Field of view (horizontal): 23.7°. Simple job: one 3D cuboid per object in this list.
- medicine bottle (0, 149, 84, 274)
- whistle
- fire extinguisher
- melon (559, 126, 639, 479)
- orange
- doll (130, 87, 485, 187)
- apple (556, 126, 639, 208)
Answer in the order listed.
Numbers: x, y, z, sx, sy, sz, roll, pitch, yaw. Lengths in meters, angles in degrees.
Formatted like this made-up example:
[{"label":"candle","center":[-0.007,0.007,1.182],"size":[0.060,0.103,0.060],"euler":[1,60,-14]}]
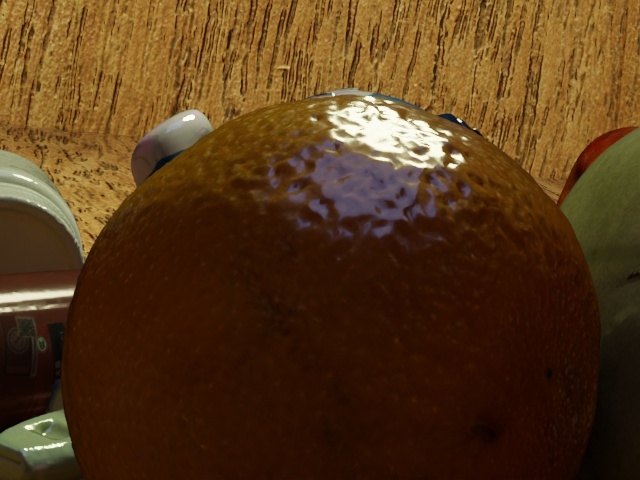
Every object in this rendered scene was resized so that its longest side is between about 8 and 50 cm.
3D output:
[{"label":"medicine bottle","center":[-0.265,0.005,1.229],"size":[0.145,0.144,0.252],"euler":[5,6,-14]},{"label":"whistle","center":[-0.100,0.103,0.885],"size":[0.110,0.092,0.244],"euler":[17,11,30]},{"label":"fire extinguisher","center":[-0.185,0.072,0.953],"size":[0.147,0.106,0.337],"euler":[-2,2,40]},{"label":"melon","center":[0.243,0.070,0.805],"size":[0.269,0.268,0.330],"euler":[6,24,-10]},{"label":"orange","center":[0.001,0.060,0.721],"size":[0.264,0.264,0.264],"euler":[7,9,-1]},{"label":"doll","center":[0.000,0.000,1.219],"size":[0.310,0.284,0.240],"euler":[-21,71,-43]},{"label":"apple","center":[0.350,-0.004,1.560],"size":[0.230,0.229,0.230],"euler":[7,9,-1]}]
